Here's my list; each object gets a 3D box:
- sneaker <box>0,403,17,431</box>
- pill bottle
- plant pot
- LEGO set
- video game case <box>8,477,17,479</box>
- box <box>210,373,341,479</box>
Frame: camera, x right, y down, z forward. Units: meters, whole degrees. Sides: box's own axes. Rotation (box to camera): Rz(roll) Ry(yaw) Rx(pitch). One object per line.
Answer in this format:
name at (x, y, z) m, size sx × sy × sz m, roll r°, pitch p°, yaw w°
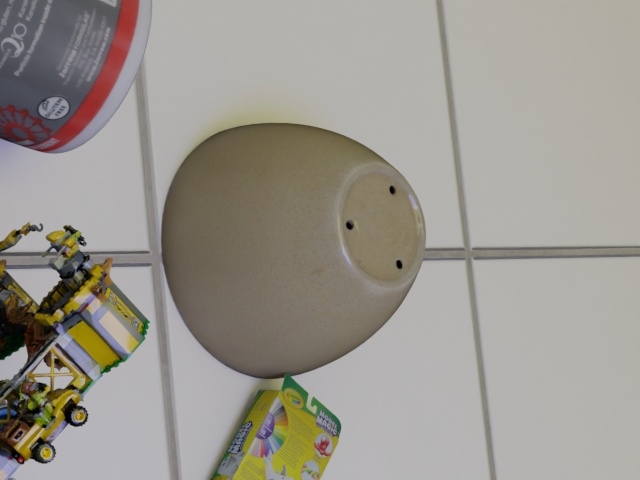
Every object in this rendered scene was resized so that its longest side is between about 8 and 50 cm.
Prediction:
sneaker at (-0.315, 0.191, 1.213) m, size 0.144 × 0.059 × 0.053 m, roll -45°, pitch 115°, yaw -38°
pill bottle at (-0.344, -0.222, 1.166) m, size 0.363 × 0.210 × 0.210 m, roll 20°, pitch 68°, yaw -39°
plant pot at (0.000, 0.000, 1.460) m, size 0.284 × 0.191 × 0.284 m, roll 9°, pitch 76°, yaw -42°
LEGO set at (-0.312, 0.067, 1.090) m, size 0.255 × 0.331 × 0.192 m, roll -46°, pitch 113°, yaw -17°
video game case at (-0.290, 0.291, 1.250) m, size 0.087 × 0.011 × 0.122 m, roll 53°, pitch 51°, yaw -23°
box at (-0.051, 0.241, 1.458) m, size 0.105 × 0.043 × 0.179 m, roll 45°, pitch 61°, yaw -28°
